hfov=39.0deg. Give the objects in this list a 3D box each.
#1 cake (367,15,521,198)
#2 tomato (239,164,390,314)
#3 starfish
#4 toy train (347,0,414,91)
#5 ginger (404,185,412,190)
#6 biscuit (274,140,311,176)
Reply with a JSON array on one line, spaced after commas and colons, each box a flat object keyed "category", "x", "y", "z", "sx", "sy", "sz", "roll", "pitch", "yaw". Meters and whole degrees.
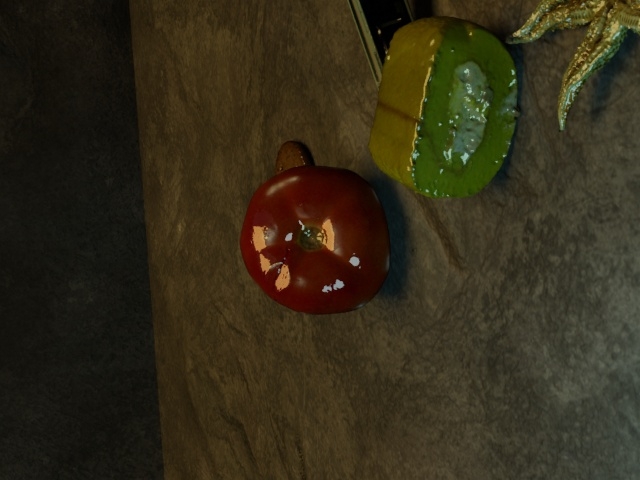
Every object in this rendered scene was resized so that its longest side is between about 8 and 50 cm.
[{"category": "cake", "x": 0.189, "y": -0.201, "z": 1.359, "sx": 0.156, "sy": 0.179, "sz": 0.261, "roll": 35, "pitch": 118, "yaw": 53}, {"category": "tomato", "x": 0.000, "y": 0.000, "z": 1.713, "sx": 0.226, "sy": 0.298, "sz": 0.299, "roll": 48, "pitch": -149, "yaw": -77}, {"category": "starfish", "x": 0.360, "y": -0.291, "z": 1.107, "sx": 0.358, "sy": 0.078, "sz": 0.347, "roll": 59, "pitch": 143, "yaw": 42}, {"category": "toy train", "x": 0.079, "y": -0.438, "z": 1.511, "sx": 0.088, "sy": 0.086, "sz": 0.407, "roll": -152, "pitch": 41, "yaw": -74}, {"category": "ginger", "x": 0.181, "y": -0.213, "z": 1.477, "sx": 0.131, "sy": 0.086, "sz": 0.295, "roll": 27, "pitch": 118, "yaw": 26}, {"category": "biscuit", "x": -0.059, "y": -0.134, "z": 2.056, "sx": 0.188, "sy": 0.027, "sz": 0.188, "roll": 174, "pitch": 90, "yaw": -65}]
